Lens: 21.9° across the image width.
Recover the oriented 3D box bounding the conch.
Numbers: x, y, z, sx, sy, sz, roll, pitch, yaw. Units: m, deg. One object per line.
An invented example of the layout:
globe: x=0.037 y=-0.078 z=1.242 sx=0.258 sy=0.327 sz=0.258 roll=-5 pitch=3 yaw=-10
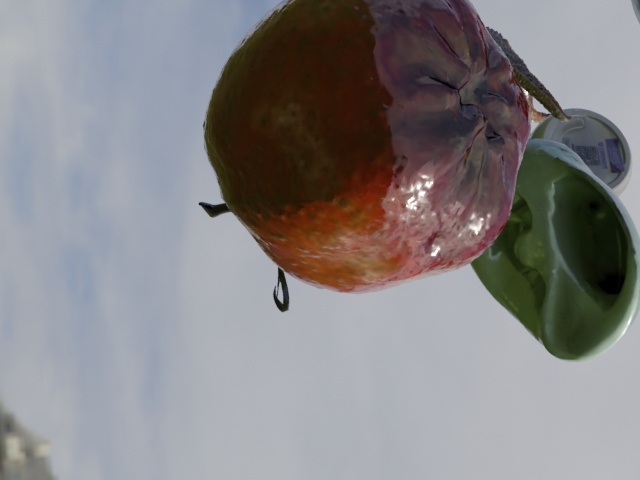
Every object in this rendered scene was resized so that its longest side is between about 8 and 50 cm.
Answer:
conch: x=0.221 y=0.004 z=1.510 sx=0.221 sy=0.121 sz=0.185 roll=57 pitch=-27 yaw=23

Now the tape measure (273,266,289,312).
tape measure: x=0.000 y=0.000 z=2.027 sx=0.104 sy=0.107 sz=0.179 roll=-48 pitch=147 yaw=-84

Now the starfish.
starfish: x=0.168 y=-0.196 z=1.706 sx=0.057 sy=0.238 sz=0.213 roll=-52 pitch=-136 yaw=7

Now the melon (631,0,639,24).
melon: x=0.381 y=-0.245 z=1.554 sx=0.288 sy=0.182 sz=0.182 roll=-2 pitch=87 yaw=-76

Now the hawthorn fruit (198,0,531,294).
hawthorn fruit: x=0.008 y=-0.047 z=0.820 sx=0.194 sy=0.157 sz=0.157 roll=-23 pitch=-109 yaw=44

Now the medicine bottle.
medicine bottle: x=0.298 y=-0.065 z=2.111 sx=0.215 sy=0.135 sz=0.135 roll=122 pitch=-41 yaw=-61
